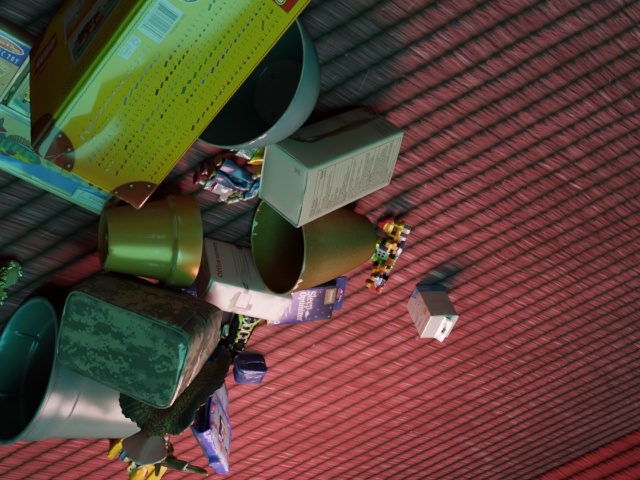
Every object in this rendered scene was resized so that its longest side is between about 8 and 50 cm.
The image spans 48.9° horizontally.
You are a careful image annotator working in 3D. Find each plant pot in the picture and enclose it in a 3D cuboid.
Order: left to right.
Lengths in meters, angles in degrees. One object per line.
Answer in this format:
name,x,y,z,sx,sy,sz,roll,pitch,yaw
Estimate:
plant pot,-0.577,0.338,1.719,0.334,0.341,0.341,22,121,-42
plant pot,-0.377,-0.002,1.529,0.187,0.205,0.205,2,130,-27
plant pot,-0.113,-0.302,1.340,0.290,0.290,0.195,-40,160,18
plant pot,0.000,0.000,1.684,0.254,0.237,0.237,-5,134,-36

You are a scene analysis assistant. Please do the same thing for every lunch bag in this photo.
lunch bag,-0.377,0.192,1.542,0.305,0.256,0.213,20,112,6
lunch bag,-0.320,0.490,1.945,0.138,0.293,0.221,-14,134,-6
lunch bag,-0.199,0.370,2.034,0.098,0.067,0.065,6,129,-24

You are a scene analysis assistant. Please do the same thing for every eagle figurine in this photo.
eagle figurine,-0.356,0.373,1.626,0.226,0.225,0.299,16,85,-42

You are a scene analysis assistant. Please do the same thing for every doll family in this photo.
doll family,-0.151,-0.154,1.539,0.163,0.118,0.263,23,120,-34

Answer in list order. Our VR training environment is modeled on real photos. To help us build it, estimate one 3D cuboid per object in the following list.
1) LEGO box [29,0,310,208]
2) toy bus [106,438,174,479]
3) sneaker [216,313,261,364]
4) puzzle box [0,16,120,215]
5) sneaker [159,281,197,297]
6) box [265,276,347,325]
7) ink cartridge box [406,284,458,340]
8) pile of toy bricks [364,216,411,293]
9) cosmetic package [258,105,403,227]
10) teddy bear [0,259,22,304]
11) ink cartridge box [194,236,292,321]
LEGO box,-0.241,-0.362,1.109,0.193,0.373,0.500,31,110,-37
toy bus,-0.539,0.569,2.004,0.211,0.220,0.149,31,113,-31
sneaker,-0.212,0.258,1.907,0.084,0.097,0.235,16,124,-30
puzzle box,-0.527,-0.229,1.390,0.408,0.052,0.272,28,117,-36
sneaker,-0.325,0.118,1.763,0.081,0.091,0.232,-31,155,8
box,-0.037,0.167,1.929,0.225,0.037,0.137,-6,132,-15
ink cartridge box,0.321,0.208,2.011,0.089,0.143,0.092,2,130,-20
pile of toy bricks,0.147,0.036,1.839,0.105,0.118,0.212,24,136,3
cosmetic package,0.025,-0.164,1.495,0.296,0.129,0.153,-26,143,-40
teddy bear,-0.832,0.068,1.535,0.337,0.113,0.245,5,137,-32
ink cartridge box,-0.195,0.096,1.723,0.219,0.160,0.093,16,124,-29
